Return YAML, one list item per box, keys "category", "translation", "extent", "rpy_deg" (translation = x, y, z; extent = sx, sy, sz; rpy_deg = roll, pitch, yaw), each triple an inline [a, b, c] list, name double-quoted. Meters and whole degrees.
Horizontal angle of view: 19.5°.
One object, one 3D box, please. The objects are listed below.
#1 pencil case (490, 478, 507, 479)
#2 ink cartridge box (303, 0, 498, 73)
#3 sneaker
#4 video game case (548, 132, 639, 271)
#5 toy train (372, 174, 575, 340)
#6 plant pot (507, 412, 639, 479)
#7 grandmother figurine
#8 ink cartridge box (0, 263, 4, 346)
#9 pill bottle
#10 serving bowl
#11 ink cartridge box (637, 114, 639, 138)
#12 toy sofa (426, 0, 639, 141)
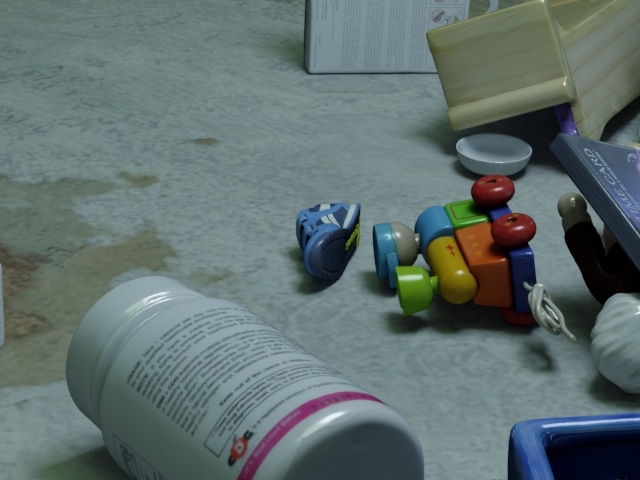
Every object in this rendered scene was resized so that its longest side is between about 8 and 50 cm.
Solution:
- category: "pencil case"
  translation: [0.251, 0.195, 1.362]
  extent: [0.306, 0.119, 0.133]
  rpy_deg: [-14, 11, -28]
- category: "ink cartridge box"
  translation: [0.098, -0.297, 2.288]
  extent: [0.232, 0.189, 0.066]
  rpy_deg: [-3, 31, -9]
- category: "sneaker"
  translation: [0.000, 0.000, 1.828]
  extent: [0.059, 0.053, 0.144]
  rpy_deg: [8, 18, 12]
- category: "video game case"
  translation: [0.352, -0.010, 1.719]
  extent: [0.274, 0.026, 0.196]
  rpy_deg: [7, 40, -41]
- category: "toy train"
  translation: [0.133, 0.038, 1.712]
  extent: [0.143, 0.105, 0.248]
  rpy_deg: [-11, 27, -3]
- category: "plant pot"
  translation: [0.242, 0.251, 1.143]
  extent: [0.236, 0.212, 0.236]
  rpy_deg: [-2, 25, -8]
- category: "grandmother figurine"
  translation: [0.308, 0.031, 1.735]
  extent: [0.208, 0.104, 0.342]
  rpy_deg: [20, 30, 4]
- category: "ink cartridge box"
  translation: [-0.345, 0.067, 1.618]
  extent: [0.143, 0.092, 0.090]
  rpy_deg: [-5, 27, -13]
- category: "pill bottle"
  translation: [-0.066, 0.140, 1.410]
  extent: [0.160, 0.160, 0.283]
  rpy_deg: [-16, 32, -33]
- category: "serving bowl"
  translation: [0.190, -0.090, 2.050]
  extent: [0.083, 0.027, 0.083]
  rpy_deg: [2, 26, -1]
- category: "ink cartridge box"
  translation: [0.498, -0.296, 2.205]
  extent: [0.160, 0.279, 0.384]
  rpy_deg: [10, 27, 16]
- category: "toy sofa"
  translation: [0.271, -0.214, 2.178]
  extent: [0.150, 0.177, 0.362]
  rpy_deg: [-12, 13, 28]
